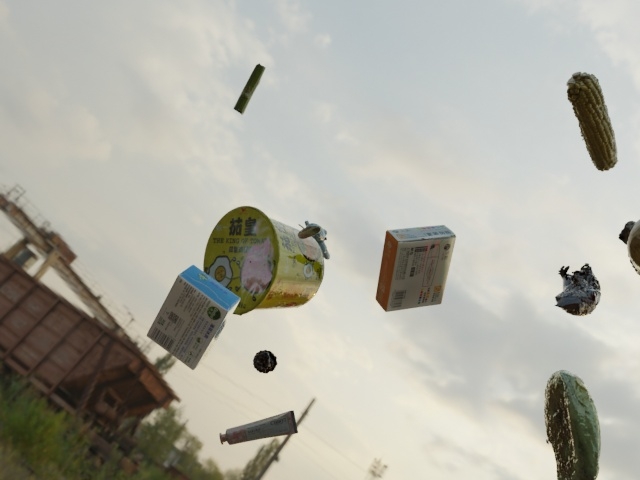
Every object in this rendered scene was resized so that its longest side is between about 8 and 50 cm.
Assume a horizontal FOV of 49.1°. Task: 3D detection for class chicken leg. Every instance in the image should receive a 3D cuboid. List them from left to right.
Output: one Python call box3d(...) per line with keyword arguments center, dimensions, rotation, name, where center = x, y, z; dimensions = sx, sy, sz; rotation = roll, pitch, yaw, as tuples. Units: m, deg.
box3d(center=(0.595, 0.117, 1.619), dimensions=(0.105, 0.234, 0.063), rotation=(17, -60, 16), name="chicken leg")

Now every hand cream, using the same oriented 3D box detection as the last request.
box3d(center=(-0.168, 0.516, 1.900), dimensions=(0.043, 0.210, 0.067), rotation=(-156, -126, -82), name="hand cream")

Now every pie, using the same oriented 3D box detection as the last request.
box3d(center=(0.571, 0.440, 1.597), dimensions=(0.067, 0.302, 0.302), rotation=(-4, -32, 3), name="pie")

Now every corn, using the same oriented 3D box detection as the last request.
box3d(center=(0.691, -0.304, 1.773), dimensions=(0.086, 0.086, 0.288), rotation=(10, -41, 49), name="corn")

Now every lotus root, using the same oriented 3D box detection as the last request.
box3d(center=(0.796, 0.035, 1.588), dimensions=(0.146, 0.160, 0.284), rotation=(10, 21, -30), name="lotus root")

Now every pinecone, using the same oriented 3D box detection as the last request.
box3d(center=(-0.176, 0.377, 2.166), dimensions=(0.077, 0.077, 0.083), rotation=(32, 11, 17), name="pinecone")

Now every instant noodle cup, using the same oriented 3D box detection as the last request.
box3d(center=(-0.160, 0.074, 2.129), dimensions=(0.326, 0.325, 0.254), rotation=(17, 3, 41), name="instant noodle cup")

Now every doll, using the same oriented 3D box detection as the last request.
box3d(center=(0.003, -0.004, 2.712), dimensions=(0.120, 0.075, 0.179), rotation=(39, -11, 50), name="doll")

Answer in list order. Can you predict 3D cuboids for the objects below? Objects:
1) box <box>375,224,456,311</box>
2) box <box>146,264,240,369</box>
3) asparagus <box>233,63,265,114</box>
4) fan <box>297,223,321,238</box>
box3d(center=(0.304, 0.088, 2.242), dimensions=(0.091, 0.221, 0.273), rotation=(-126, -141, -52), name="box")
box3d(center=(-0.288, 0.174, 1.582), dimensions=(0.139, 0.073, 0.194), rotation=(35, -64, 5), name="box")
box3d(center=(-0.238, -0.509, 2.347), dimensions=(0.041, 0.178, 0.045), rotation=(32, 8, 27), name="asparagus")
box3d(center=(-0.027, -0.026, 1.716), dimensions=(0.080, 0.060, 0.003), rotation=(96, -20, -62), name="fan")
